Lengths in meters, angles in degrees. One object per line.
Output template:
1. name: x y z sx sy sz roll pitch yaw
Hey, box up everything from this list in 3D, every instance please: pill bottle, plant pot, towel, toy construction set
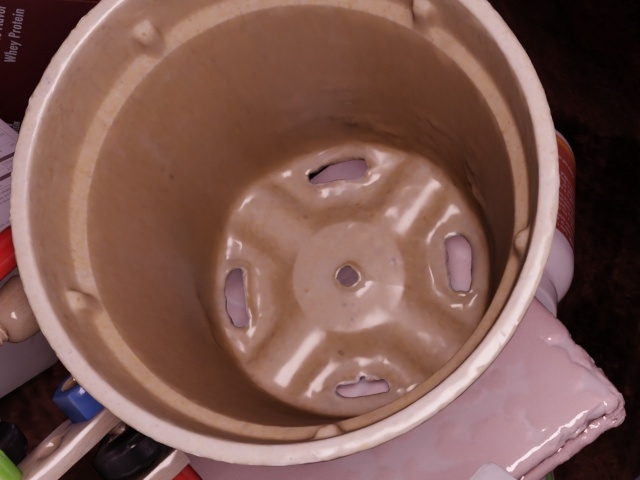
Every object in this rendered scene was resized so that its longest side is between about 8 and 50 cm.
1. pill bottle: 0.172 -0.006 1.665 0.121 0.121 0.216 16 42 -5
2. plant pot: 0.000 0.000 1.227 0.334 0.305 0.333 -2 77 9
3. towel: 0.017 0.110 1.404 0.317 0.053 0.332 -37 54 -4
4. toy construction set: -0.240 0.174 1.201 0.257 0.308 0.237 15 46 35

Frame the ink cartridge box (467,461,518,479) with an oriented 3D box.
1. ink cartridge box: 0.121 0.311 1.207 0.197 0.273 0.114 36 48 17

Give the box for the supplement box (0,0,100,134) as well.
1. supplement box: -0.237 -0.182 1.636 0.194 0.191 0.129 2 46 -18

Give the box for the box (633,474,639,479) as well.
1. box: 0.279 0.222 1.429 0.051 0.175 0.220 38 44 24

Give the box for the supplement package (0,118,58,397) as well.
1. supplement package: -0.347 -0.003 1.400 0.263 0.199 0.198 39 47 20

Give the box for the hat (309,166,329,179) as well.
1. hat: -0.035 -0.110 1.558 0.134 0.331 0.331 1 27 39

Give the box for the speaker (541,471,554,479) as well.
1. speaker: 0.121 0.194 1.434 0.131 0.131 0.296 9 43 -12
